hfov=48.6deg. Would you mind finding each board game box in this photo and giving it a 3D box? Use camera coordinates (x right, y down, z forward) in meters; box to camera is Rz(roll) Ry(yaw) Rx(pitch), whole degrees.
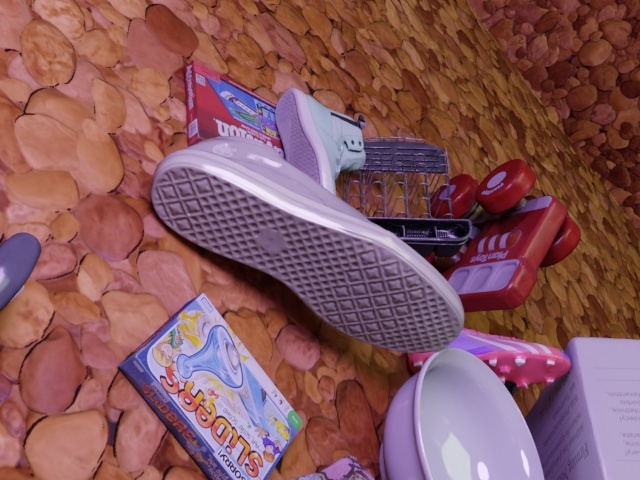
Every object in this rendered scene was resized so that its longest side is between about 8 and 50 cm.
[{"bbox_3d":[-0.087,-0.159,1.097,0.281,0.027,0.145,21,51,-42],"label":"board game box"},{"bbox_3d":[-0.116,0.176,0.798,0.201,0.035,0.136,53,34,-8],"label":"board game box"}]

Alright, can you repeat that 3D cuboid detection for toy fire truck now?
[{"bbox_3d":[0.268,0.019,1.199,0.169,0.302,0.254,46,63,-17],"label":"toy fire truck"}]

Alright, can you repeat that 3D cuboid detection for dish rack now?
[{"bbox_3d":[0.130,-0.087,1.183,0.208,0.074,0.271,2,51,-1],"label":"dish rack"}]

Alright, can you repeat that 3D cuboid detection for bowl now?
[{"bbox_3d":[0.177,0.310,0.980,0.298,0.134,0.298,31,42,-34],"label":"bowl"}]

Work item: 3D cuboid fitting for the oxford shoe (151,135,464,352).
[{"bbox_3d":[0.000,0.000,0.922,0.449,0.169,0.130,30,34,-11],"label":"oxford shoe"}]

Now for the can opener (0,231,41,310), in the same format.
[{"bbox_3d":[-0.330,0.077,0.550,0.076,0.095,0.283,49,35,-13],"label":"can opener"}]

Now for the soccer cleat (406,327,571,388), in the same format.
[{"bbox_3d":[0.259,0.173,1.109,0.095,0.248,0.083,-78,159,-45],"label":"soccer cleat"}]

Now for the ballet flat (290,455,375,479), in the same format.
[{"bbox_3d":[0.001,0.304,0.803,0.221,0.079,0.077,-2,110,-55],"label":"ballet flat"}]

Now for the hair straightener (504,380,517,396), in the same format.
[{"bbox_3d":[0.325,0.300,1.252,0.089,0.047,0.230,53,35,-9],"label":"hair straightener"}]

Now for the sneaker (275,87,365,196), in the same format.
[{"bbox_3d":[0.023,-0.112,1.082,0.151,0.094,0.256,14,52,-35],"label":"sneaker"}]

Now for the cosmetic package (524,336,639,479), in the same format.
[{"bbox_3d":[0.530,0.399,1.080,0.327,0.329,0.394,3,51,1],"label":"cosmetic package"}]
